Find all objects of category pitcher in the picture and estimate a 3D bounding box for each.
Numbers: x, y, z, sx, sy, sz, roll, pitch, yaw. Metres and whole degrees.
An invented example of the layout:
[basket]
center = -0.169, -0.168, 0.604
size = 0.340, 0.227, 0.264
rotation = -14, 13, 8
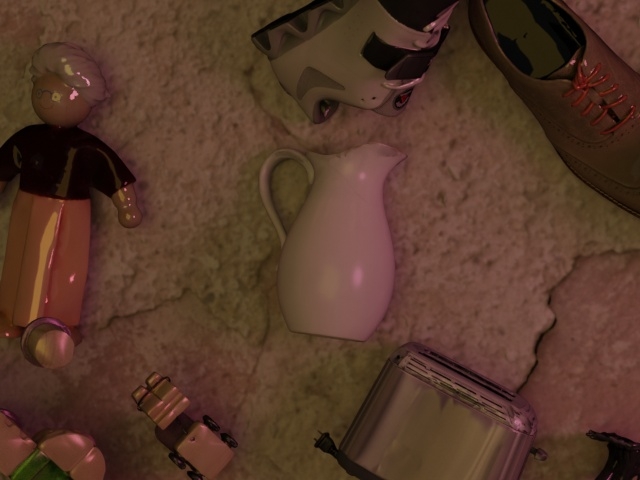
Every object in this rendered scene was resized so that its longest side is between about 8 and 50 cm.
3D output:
[pitcher]
center = 0.000, 0.000, 1.432
size = 0.177, 0.125, 0.207
rotation = 3, 83, 34

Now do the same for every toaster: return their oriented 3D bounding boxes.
[toaster]
center = 0.123, 0.205, 1.399
size = 0.227, 0.129, 0.146
rotation = 27, 95, 13

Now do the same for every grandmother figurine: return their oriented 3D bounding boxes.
[grandmother figurine]
center = -0.301, -0.054, 1.505
size = 0.207, 0.104, 0.342
rotation = 7, 97, 5

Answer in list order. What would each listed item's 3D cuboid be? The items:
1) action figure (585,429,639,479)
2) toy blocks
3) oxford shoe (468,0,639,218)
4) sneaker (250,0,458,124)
[action figure]
center = 0.265, 0.332, 1.358
size = 0.141, 0.164, 0.276
rotation = 16, 87, 3
[toy blocks]
center = -0.321, 0.233, 1.484
size = 0.309, 0.260, 0.288
rotation = -47, 112, -12
[oxford shoe]
center = 0.270, -0.139, 1.341
size = 0.348, 0.130, 0.123
rotation = 45, 101, 8
[sneaker]
center = 0.081, -0.209, 1.356
size = 0.330, 0.122, 0.146
rotation = -17, 105, 49
